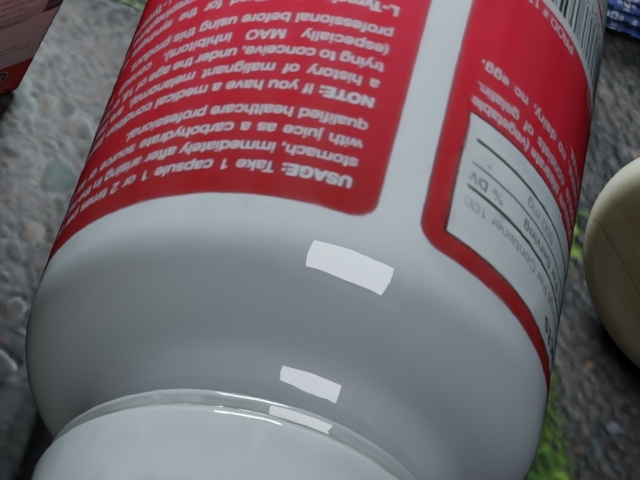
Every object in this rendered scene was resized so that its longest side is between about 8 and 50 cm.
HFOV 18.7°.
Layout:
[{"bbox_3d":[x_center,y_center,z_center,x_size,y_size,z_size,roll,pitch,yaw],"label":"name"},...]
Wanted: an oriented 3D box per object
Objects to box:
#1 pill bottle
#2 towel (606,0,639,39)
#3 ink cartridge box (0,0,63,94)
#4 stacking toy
[{"bbox_3d":[0.000,0.000,0.893,0.229,0.229,0.408,26,49,-12],"label":"pill bottle"},{"bbox_3d":[0.063,-0.261,1.250,0.336,0.040,0.243,14,50,-23],"label":"towel"},{"bbox_3d":[-0.177,-0.119,0.936,0.099,0.135,0.056,-25,73,-40],"label":"ink cartridge box"},{"bbox_3d":[0.301,-0.024,1.160,0.330,0.141,0.141,-23,72,-45],"label":"stacking toy"}]
